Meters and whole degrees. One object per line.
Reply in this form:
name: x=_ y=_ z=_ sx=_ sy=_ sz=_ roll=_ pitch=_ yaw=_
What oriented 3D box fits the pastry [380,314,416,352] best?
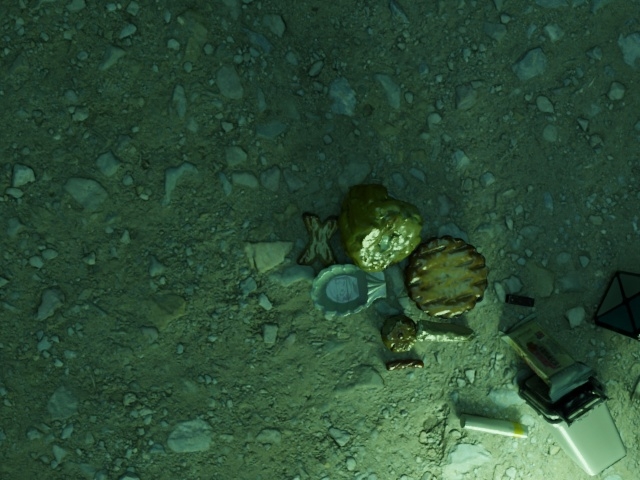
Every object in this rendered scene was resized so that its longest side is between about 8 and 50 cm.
pastry: x=0.310 y=0.366 z=1.625 sx=0.153 sy=0.081 sz=0.153 roll=-2 pitch=96 yaw=-15

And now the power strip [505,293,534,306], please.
power strip: x=0.800 y=0.241 z=1.668 sx=0.111 sy=0.029 sz=0.038 roll=10 pitch=92 yaw=-5

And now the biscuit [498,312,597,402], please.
biscuit: x=0.853 y=0.431 z=1.581 sx=0.186 sy=0.309 sz=0.079 roll=-30 pitch=132 yaw=0

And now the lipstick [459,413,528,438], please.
lipstick: x=0.696 y=0.748 z=1.672 sx=0.263 sy=0.059 sz=0.059 roll=11 pitch=92 yaw=-3

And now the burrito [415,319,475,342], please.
burrito: x=0.484 y=0.359 z=1.620 sx=0.275 sy=0.059 sz=0.082 roll=8 pitch=94 yaw=-20

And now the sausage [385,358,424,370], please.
sausage: x=0.338 y=0.496 z=1.656 sx=0.157 sy=0.042 sz=0.036 roll=-3 pitch=48 yaw=-4

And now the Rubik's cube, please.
Rubik's cube: x=1.268 y=0.276 z=1.583 sx=0.250 sy=0.246 sz=0.248 roll=22 pitch=91 yaw=-4

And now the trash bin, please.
trash bin: x=0.979 y=0.683 z=1.578 sx=0.255 sy=0.296 sz=0.368 roll=-33 pitch=100 yaw=-2

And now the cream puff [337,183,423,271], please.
cream puff: x=0.200 y=-0.063 z=1.533 sx=0.324 sy=0.257 sz=0.291 roll=9 pitch=128 yaw=-38

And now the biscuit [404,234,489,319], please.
biscuit: x=0.482 y=0.139 z=1.612 sx=0.325 sy=0.107 sz=0.326 roll=0 pitch=93 yaw=1

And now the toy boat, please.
toy boat: x=0.104 y=0.183 z=1.598 sx=0.290 sy=0.100 sz=0.200 roll=-6 pitch=93 yaw=-2

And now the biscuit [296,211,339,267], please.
biscuit: x=-0.001 y=0.000 z=1.610 sx=0.164 sy=0.047 sz=0.208 roll=7 pitch=92 yaw=-2
